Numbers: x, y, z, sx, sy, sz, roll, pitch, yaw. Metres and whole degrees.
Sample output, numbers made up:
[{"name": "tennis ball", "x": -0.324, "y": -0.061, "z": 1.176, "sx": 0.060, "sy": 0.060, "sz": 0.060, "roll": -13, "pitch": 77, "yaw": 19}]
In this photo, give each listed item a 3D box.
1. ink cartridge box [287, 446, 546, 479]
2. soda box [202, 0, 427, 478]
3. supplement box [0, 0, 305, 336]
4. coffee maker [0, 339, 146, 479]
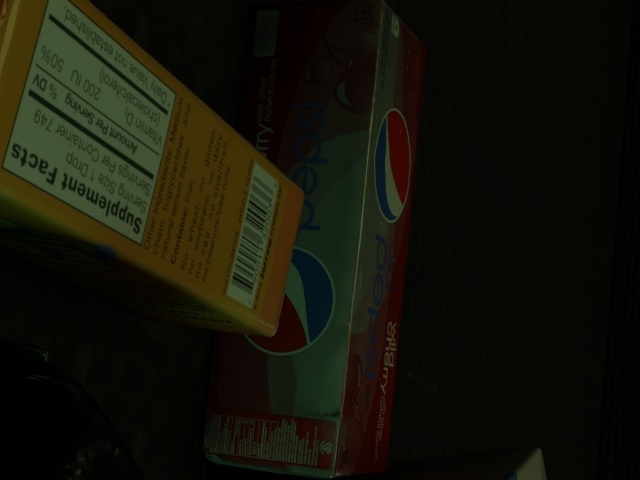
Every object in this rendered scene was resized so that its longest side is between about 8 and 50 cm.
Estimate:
[{"name": "ink cartridge box", "x": 0.051, "y": 0.255, "z": 0.613, "sx": 0.171, "sy": 0.168, "sz": 0.233, "roll": 2, "pitch": 79, "yaw": -69}, {"name": "soda box", "x": 0.000, "y": 0.000, "z": 0.621, "sx": 0.092, "sy": 0.083, "sz": 0.264, "roll": 24, "pitch": 71, "yaw": -66}, {"name": "supplement box", "x": -0.085, "y": -0.025, "z": 0.411, "sx": 0.233, "sy": 0.078, "sz": 0.080, "roll": 42, "pitch": 57, "yaw": -62}, {"name": "coffee maker", "x": -0.133, "y": 0.118, "z": 0.286, "sx": 0.171, "sy": 0.120, "sz": 0.178, "roll": 56, "pitch": 35, "yaw": -21}]
